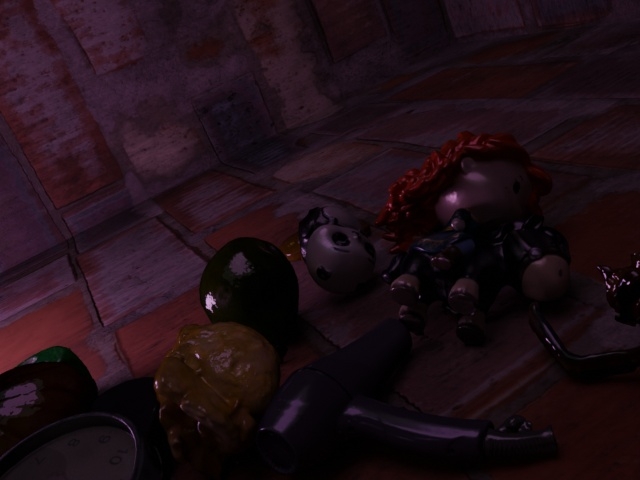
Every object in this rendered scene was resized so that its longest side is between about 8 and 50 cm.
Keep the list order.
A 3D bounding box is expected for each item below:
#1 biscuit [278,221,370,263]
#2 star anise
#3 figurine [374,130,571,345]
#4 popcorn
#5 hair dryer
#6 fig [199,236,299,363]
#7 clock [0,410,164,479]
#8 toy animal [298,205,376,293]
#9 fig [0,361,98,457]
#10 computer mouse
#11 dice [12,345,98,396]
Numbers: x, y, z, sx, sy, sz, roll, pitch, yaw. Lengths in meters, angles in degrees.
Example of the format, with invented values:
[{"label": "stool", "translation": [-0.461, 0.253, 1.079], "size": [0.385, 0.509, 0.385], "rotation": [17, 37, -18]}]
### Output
[{"label": "biscuit", "translation": [0.000, 0.000, 1.579], "size": [0.236, 0.039, 0.180], "rotation": [-8, 27, 41]}, {"label": "star anise", "translation": [0.398, 0.089, 0.793], "size": [0.346, 0.148, 0.237], "rotation": [-6, 4, 44]}, {"label": "figurine", "translation": [0.246, -0.011, 1.111], "size": [0.306, 0.241, 0.412], "rotation": [-27, 29, 17]}, {"label": "popcorn", "translation": [-0.141, 0.214, 0.973], "size": [0.190, 0.191, 0.253], "rotation": [-26, 21, -6]}, {"label": "hair dryer", "translation": [0.127, 0.213, 0.866], "size": [0.361, 0.121, 0.301], "rotation": [6, 26, 37]}, {"label": "fig", "translation": [-0.109, 0.113, 1.231], "size": [0.195, 0.195, 0.245], "rotation": [-30, 52, -18]}, {"label": "clock", "translation": [-0.340, 0.337, 0.868], "size": [0.280, 0.056, 0.281], "rotation": [-16, 30, 10]}, {"label": "toy animal", "translation": [0.042, 0.024, 1.325], "size": [0.138, 0.165, 0.179], "rotation": [-64, 24, 17]}, {"label": "fig", "translation": [-0.473, 0.297, 1.088], "size": [0.235, 0.214, 0.235], "rotation": [-47, 15, 17]}, {"label": "computer mouse", "translation": [-0.290, 0.321, 1.004], "size": [0.137, 0.087, 0.270], "rotation": [-15, 31, 10]}, {"label": "dice", "translation": [-0.508, 0.284, 1.285], "size": [0.120, 0.129, 0.131], "rotation": [-1, 28, 42]}]
